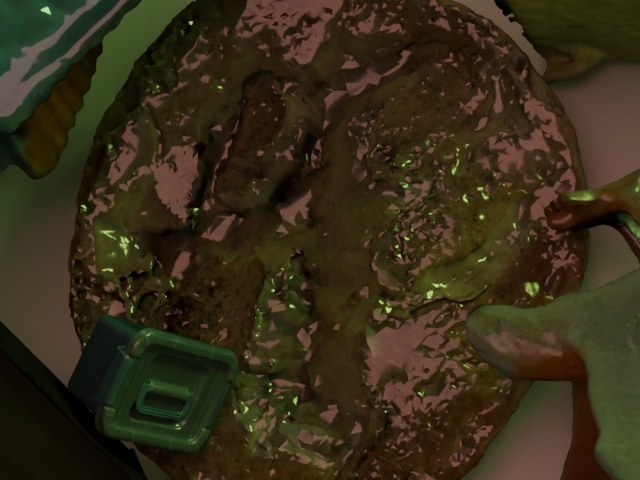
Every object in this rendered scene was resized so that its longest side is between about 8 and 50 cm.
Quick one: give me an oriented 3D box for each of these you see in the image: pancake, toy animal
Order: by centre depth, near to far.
[{"bbox_3d":[0.253,0.065,0.965,0.284,0.225,0.302,-24,65,-11],"label":"toy animal"},{"bbox_3d":[-0.001,-0.001,1.120,0.387,0.082,0.387,-5,75,17],"label":"pancake"}]

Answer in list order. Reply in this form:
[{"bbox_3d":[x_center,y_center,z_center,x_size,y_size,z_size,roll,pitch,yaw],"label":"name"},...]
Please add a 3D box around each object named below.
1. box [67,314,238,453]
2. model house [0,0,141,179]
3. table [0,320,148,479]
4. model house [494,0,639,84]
[{"bbox_3d":[-0.110,0.089,1.053,0.054,0.099,0.074,26,93,41],"label":"box"},{"bbox_3d":[-0.250,-0.182,1.185,0.339,0.297,0.360,-20,21,-13],"label":"model house"},{"bbox_3d":[-0.233,0.153,0.937,0.196,0.250,0.282,-42,20,-3],"label":"table"},{"bbox_3d":[0.267,-0.264,1.040,0.266,0.261,0.321,13,80,20],"label":"model house"}]
